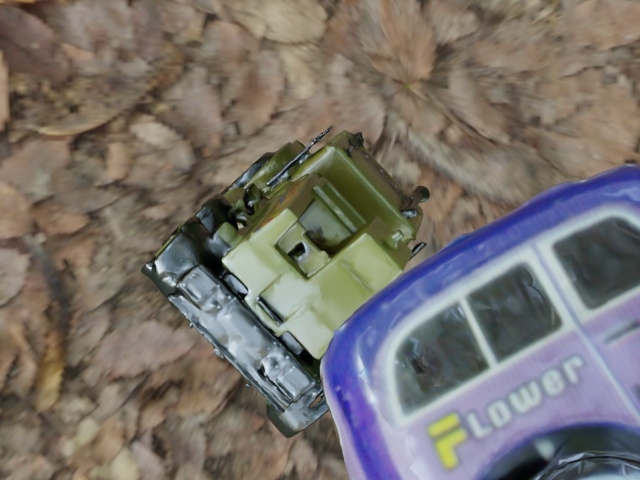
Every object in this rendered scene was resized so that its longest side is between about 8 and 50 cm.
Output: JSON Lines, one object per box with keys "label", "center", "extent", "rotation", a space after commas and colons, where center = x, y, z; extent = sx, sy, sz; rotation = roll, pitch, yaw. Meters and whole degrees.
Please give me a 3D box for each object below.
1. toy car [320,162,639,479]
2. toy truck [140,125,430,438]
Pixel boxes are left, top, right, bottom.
{"label": "toy car", "center": [0.113, 0.059, 0.655], "extent": [0.235, 0.172, 0.158], "rotation": [-26, 71, -2]}
{"label": "toy truck", "center": [-0.003, 0.003, 1.130], "extent": [0.127, 0.257, 0.127], "rotation": [-43, 94, 14]}
